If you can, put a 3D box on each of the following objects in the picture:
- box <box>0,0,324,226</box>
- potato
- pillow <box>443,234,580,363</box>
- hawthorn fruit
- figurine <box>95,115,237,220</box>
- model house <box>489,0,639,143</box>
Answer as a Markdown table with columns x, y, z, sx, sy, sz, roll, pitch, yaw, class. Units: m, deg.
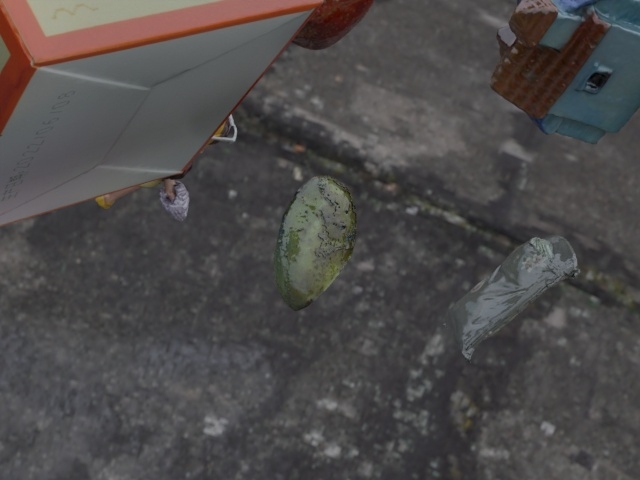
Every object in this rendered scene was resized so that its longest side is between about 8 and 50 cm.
| x | y | z | sx | sy | sz | roll | pitch | yaw | class |
| --- | --- | --- | --- | --- | --- | --- | --- | --- | --- |
| -0.245 | -0.213 | 1.107 | 0.318 | 0.348 | 0.257 | -20 | 76 | -36 | box |
| 0.000 | 0.000 | 1.576 | 0.119 | 0.198 | 0.054 | 38 | -25 | -22 | potato |
| 0.304 | 0.082 | 1.865 | 0.059 | 0.255 | 0.169 | 45 | 11 | -22 | pillow |
| 0.014 | -0.463 | 2.027 | 0.205 | 0.253 | 0.205 | 51 | 8 | -10 | hawthorn fruit |
| -0.232 | -0.130 | 1.677 | 0.115 | 0.240 | 0.175 | 22 | 38 | -38 | figurine |
| 0.380 | -0.337 | 1.881 | 0.329 | 0.295 | 0.252 | 3 | 44 | -37 | model house |
